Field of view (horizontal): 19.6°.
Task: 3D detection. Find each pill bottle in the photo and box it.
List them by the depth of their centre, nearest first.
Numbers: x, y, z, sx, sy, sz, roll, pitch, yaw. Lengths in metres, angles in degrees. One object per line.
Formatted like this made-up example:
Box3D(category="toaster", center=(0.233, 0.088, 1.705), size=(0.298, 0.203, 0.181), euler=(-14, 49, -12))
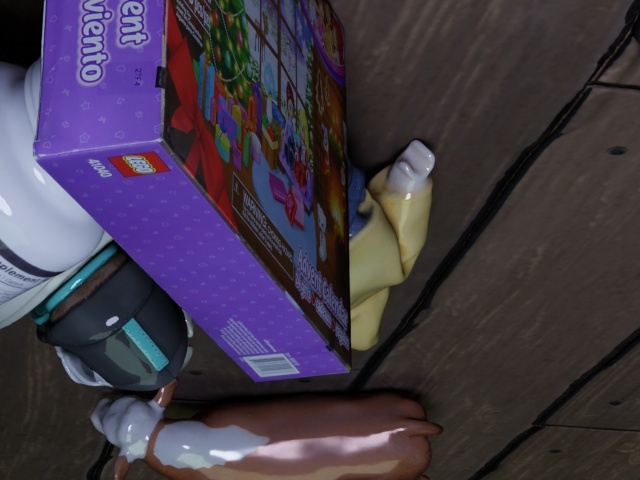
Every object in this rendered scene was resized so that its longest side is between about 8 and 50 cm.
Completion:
Box3D(category="pill bottle", center=(-0.172, -0.020, 0.894), size=(0.193, 0.108, 0.108), euler=(-27, 149, 20))

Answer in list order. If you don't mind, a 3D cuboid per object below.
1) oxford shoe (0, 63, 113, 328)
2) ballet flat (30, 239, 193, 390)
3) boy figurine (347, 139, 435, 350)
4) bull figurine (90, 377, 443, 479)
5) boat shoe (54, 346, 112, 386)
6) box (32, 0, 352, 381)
Box3D(category="oxford shoe", center=(-0.235, -0.006, 1.149), size=(0.130, 0.169, 0.449), euler=(48, 152, -8))
Box3D(category="ballet flat", center=(-0.128, 0.049, 1.160), size=(0.096, 0.095, 0.280), euler=(48, 179, -9))
Box3D(category="boy figurine", center=(0.000, 0.000, 1.171), size=(0.177, 0.092, 0.285), euler=(-37, 161, 1))
Box3D(category="bull figurine", center=(-0.045, 0.188, 1.650), size=(0.310, 0.101, 0.188), euler=(0, 162, 6))
Box3D(category="boat shoe", center=(-0.171, 0.075, 1.396), size=(0.083, 0.075, 0.226), euler=(-3, 158, 9))
Box3D(category="box", center=(-0.047, -0.073, 0.861), size=(0.057, 0.200, 0.293), euler=(-7, 158, 13))
